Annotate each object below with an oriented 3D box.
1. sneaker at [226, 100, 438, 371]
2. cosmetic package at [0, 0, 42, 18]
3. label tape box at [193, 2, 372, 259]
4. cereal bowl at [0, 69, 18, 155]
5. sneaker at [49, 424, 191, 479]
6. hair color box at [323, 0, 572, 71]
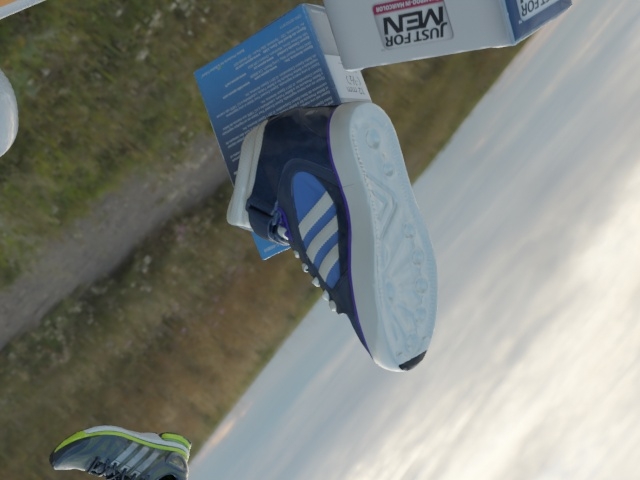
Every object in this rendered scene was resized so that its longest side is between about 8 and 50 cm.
[{"bbox_3d":[0.000,0.000,1.190,0.236,0.322,0.130,-8,-172,43],"label":"sneaker"},{"bbox_3d":[-0.394,-0.428,1.242,0.453,0.162,0.230,-62,152,-61],"label":"cosmetic package"},{"bbox_3d":[-0.036,-0.174,1.626,0.249,0.347,0.115,-25,173,31],"label":"label tape box"},{"bbox_3d":[-0.705,-0.262,1.734,0.339,0.339,0.141,-50,162,-50],"label":"cereal bowl"},{"bbox_3d":[-0.388,0.446,1.962,0.111,0.300,0.121,-53,-140,38],"label":"sneaker"},{"bbox_3d":[0.060,-0.320,0.767,0.174,0.347,0.105,0,-154,43],"label":"hair color box"}]
